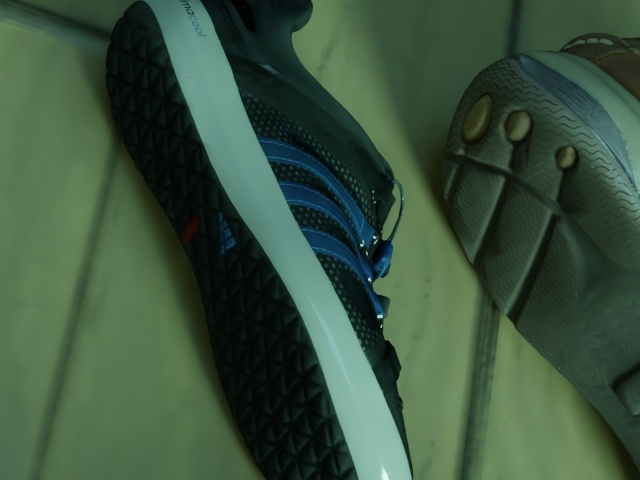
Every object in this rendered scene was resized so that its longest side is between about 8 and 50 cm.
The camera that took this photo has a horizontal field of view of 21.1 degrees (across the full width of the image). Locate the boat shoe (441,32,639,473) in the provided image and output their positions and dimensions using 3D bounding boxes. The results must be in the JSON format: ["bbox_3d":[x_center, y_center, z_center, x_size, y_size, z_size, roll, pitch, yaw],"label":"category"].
[{"bbox_3d":[0.175,0.059,0.598,0.116,0.123,0.324,-27,82,-33],"label":"boat shoe"}]

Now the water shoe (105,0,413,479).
[{"bbox_3d":[0.000,0.000,0.570,0.080,0.073,0.203,-15,75,-31],"label":"water shoe"}]
